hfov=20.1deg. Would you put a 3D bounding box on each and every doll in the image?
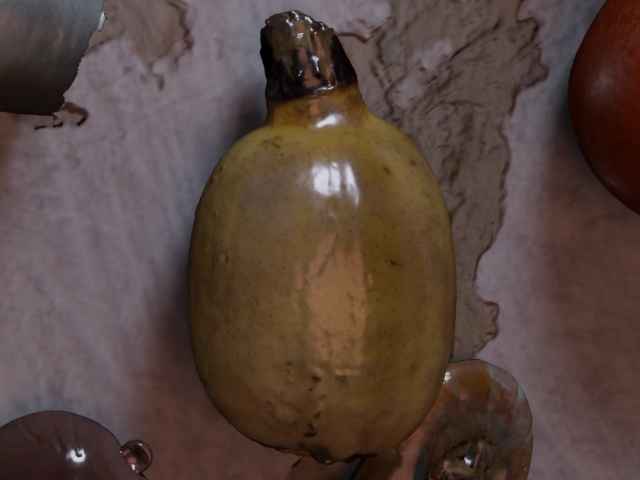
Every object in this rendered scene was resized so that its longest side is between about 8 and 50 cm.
[{"bbox_3d":[-0.198,0.192,1.235,0.188,0.096,0.145,-13,95,9],"label":"doll"}]

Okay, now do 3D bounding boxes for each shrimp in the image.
[{"bbox_3d":[0.073,0.204,1.359,0.251,0.052,0.143,-49,118,-4],"label":"shrimp"}]

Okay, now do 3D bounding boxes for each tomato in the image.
[{"bbox_3d":[0.286,-0.105,1.284,0.208,0.184,0.208,-5,104,-20],"label":"tomato"}]

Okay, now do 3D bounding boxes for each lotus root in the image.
[{"bbox_3d":[0.000,0.000,1.218,0.183,0.183,0.310,-4,99,-20],"label":"lotus root"}]

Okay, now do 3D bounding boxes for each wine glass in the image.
[{"bbox_3d":[-0.258,-0.155,1.093,0.241,0.126,0.126,14,99,-22],"label":"wine glass"}]
